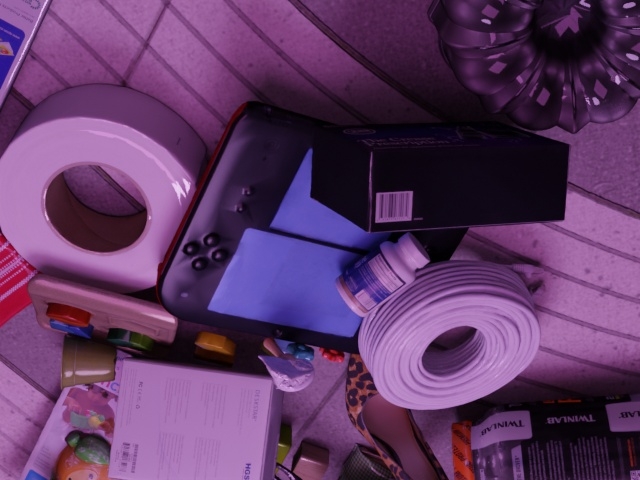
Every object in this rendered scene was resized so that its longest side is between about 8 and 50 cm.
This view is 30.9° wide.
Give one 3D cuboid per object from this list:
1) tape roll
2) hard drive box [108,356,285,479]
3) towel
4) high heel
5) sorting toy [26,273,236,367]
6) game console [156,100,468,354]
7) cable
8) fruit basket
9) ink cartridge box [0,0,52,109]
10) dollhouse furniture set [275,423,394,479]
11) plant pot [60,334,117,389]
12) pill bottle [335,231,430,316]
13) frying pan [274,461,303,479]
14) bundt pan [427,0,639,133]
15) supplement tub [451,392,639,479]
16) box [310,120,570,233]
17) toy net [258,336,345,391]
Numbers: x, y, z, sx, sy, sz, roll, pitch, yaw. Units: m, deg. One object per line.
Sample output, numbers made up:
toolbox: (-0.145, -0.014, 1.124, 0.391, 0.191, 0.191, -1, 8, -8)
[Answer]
tape roll: (-0.294, -0.067, 1.582, 0.286, 0.100, 0.286, 2, 123, 4)
hard drive box: (-0.181, 0.274, 1.714, 0.232, 0.089, 0.181, 7, 87, 11)
towel: (-0.553, 0.026, 1.707, 0.199, 0.031, 0.275, -34, 115, 23)
high heel: (0.122, 0.285, 1.714, 0.093, 0.186, 0.261, -24, 98, -17)
sorting toy: (-0.270, 0.133, 1.683, 0.307, 0.041, 0.229, 15, 160, -6)
game console: (0.000, 0.000, 1.564, 0.387, 0.060, 0.342, 13, 126, -26)
cable: (0.184, 0.138, 1.643, 0.257, 0.089, 0.257, 8, 127, -24)
fruit basket: (-0.295, 0.372, 1.835, 0.327, 0.165, 0.353, 29, 112, -3)
ink cartridge box: (-0.475, -0.240, 1.502, 0.165, 0.065, 0.332, 28, 120, -14)
dollhouse furniture set: (0.024, 0.446, 1.866, 0.302, 0.151, 0.197, 21, 123, -9)
plant pot: (-0.349, 0.185, 1.752, 0.079, 0.083, 0.083, 3, 124, -7)
pill bottle: (0.085, 0.043, 1.552, 0.120, 0.067, 0.067, -37, 114, 13)
frying pan: (0.030, 0.471, 1.806, 0.326, 0.053, 0.197, 19, 89, -17)
bundt pan: (0.293, -0.269, 1.385, 0.331, 0.124, 0.330, 2, 123, 4)
supplement tub: (0.372, 0.340, 1.735, 0.338, 0.207, 0.207, -6, 123, 8)
box: (0.141, -0.083, 1.410, 0.261, 0.184, 0.103, -4, 103, -22)
toy net: (-0.031, 0.175, 1.649, 0.122, 0.232, 0.045, 20, 104, -1)
